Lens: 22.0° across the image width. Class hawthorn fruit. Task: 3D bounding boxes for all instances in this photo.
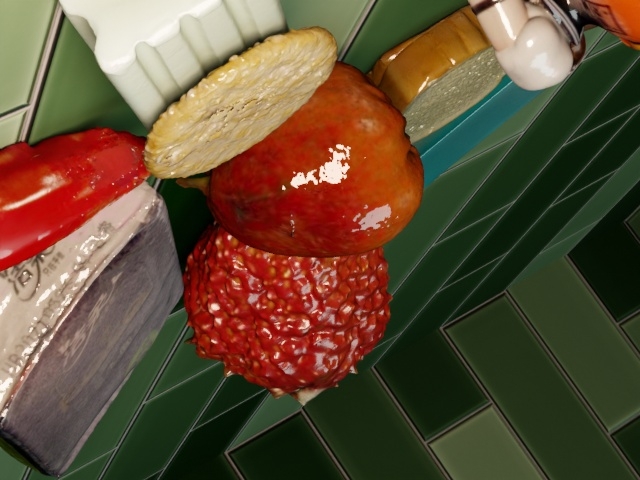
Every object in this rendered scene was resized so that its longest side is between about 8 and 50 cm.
[{"bbox_3d":[-0.025,-0.076,1.802,0.261,0.224,0.224,-17,165,-6],"label":"hawthorn fruit"}]

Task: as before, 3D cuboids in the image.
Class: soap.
[{"bbox_3d":[-0.116,-0.182,1.433,0.160,0.087,0.265,-35,168,-2],"label":"soap"}]

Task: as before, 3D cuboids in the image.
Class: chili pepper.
[{"bbox_3d":[-0.312,-0.015,1.517,0.387,0.110,0.110,-29,166,-30],"label":"chili pepper"}]

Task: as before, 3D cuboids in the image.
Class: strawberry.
[{"bbox_3d":[-0.025,0.029,2.117,0.292,0.292,0.343,-24,149,-40],"label":"strawberry"}]

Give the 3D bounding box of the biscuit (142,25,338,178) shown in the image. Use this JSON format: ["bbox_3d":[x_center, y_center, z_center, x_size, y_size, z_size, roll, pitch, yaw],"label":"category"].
[{"bbox_3d":[-0.072,-0.122,1.493,0.220,0.033,0.220,-34,169,-8],"label":"biscuit"}]

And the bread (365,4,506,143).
[{"bbox_3d":[0.146,-0.205,2.051,0.236,0.070,0.236,-34,167,-9],"label":"bread"}]

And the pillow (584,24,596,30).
[{"bbox_3d":[0.437,-0.387,2.018,0.308,0.108,0.305,-29,165,-12],"label":"pillow"}]

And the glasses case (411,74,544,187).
[{"bbox_3d":[0.206,-0.183,2.300,0.301,0.070,0.117,-38,161,22],"label":"glasses case"}]

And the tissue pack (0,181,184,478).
[{"bbox_3d":[-0.274,0.090,1.775,0.288,0.124,0.394,-57,171,-14],"label":"tissue pack"}]

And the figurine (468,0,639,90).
[{"bbox_3d":[0.323,-0.295,1.763,0.323,0.196,0.320,-30,140,18],"label":"figurine"}]
